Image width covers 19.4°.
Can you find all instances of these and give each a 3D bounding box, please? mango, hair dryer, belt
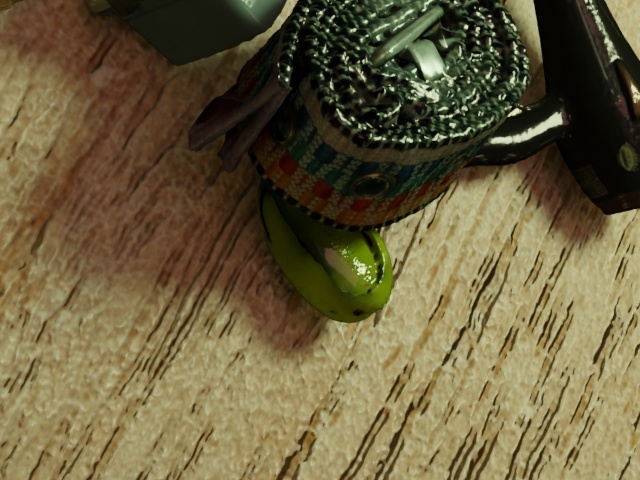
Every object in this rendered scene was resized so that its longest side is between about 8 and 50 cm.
[{"bbox_3d":[0.000,0.000,1.656,0.091,0.074,0.165,-23,72,-36],"label":"mango"},{"bbox_3d":[0.167,-0.136,1.800,0.359,0.120,0.304,-21,94,-27],"label":"hair dryer"},{"bbox_3d":[0.043,-0.122,1.630,0.207,0.160,0.295,43,46,1],"label":"belt"}]

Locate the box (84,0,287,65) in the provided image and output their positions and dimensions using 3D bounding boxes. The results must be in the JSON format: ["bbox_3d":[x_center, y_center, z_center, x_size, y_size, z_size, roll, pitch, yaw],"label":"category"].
[{"bbox_3d":[-0.090,-0.268,1.637,0.130,0.162,0.227,44,55,-26],"label":"box"}]

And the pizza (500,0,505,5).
[{"bbox_3d":[0.149,-0.287,1.875,0.099,0.035,0.160,13,66,-30],"label":"pizza"}]

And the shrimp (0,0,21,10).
[{"bbox_3d":[-0.278,-0.257,1.578,0.187,0.051,0.132,-12,93,-29],"label":"shrimp"}]
